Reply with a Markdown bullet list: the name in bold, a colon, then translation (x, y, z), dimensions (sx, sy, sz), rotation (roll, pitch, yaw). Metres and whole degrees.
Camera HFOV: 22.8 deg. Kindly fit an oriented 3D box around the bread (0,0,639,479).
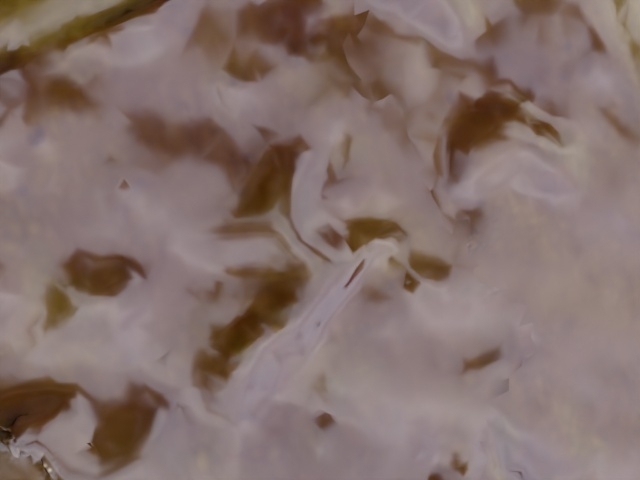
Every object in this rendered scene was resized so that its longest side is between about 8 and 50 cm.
- **bread**: translation (0.000, 0.000, 0.527), dimensions (0.324, 0.278, 0.167), rotation (-28, -166, -17)
